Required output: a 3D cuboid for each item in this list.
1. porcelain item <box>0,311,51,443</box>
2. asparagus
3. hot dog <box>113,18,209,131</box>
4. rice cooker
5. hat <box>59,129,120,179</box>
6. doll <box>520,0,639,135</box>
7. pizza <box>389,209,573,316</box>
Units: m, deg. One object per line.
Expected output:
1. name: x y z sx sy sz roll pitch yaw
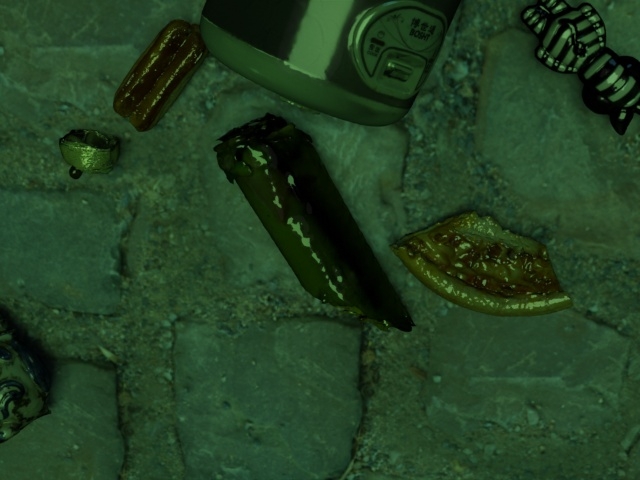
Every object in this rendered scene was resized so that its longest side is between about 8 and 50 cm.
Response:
1. porcelain item: -0.546 0.243 1.153 0.288 0.138 0.186 -32 93 11
2. asparagus: 0.000 0.000 1.053 0.108 0.128 0.382 -16 112 46
3. hot dog: -0.213 -0.223 1.028 0.071 0.045 0.165 39 106 -7
4. rice cooker: 0.027 -0.294 0.878 0.288 0.288 0.277 24 107 -5
5. hat: -0.315 -0.116 1.051 0.076 0.077 0.059 7 108 0
6. doll: 0.348 -0.230 0.986 0.219 0.067 0.091 44 108 -4
7. pizza: 0.233 0.039 1.082 0.271 0.056 0.134 28 115 -7
